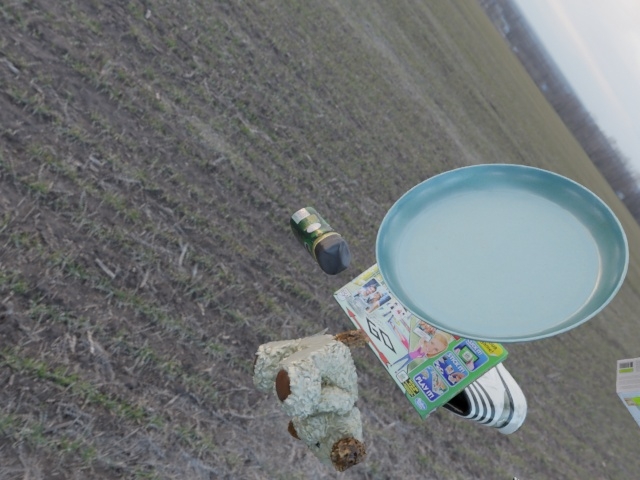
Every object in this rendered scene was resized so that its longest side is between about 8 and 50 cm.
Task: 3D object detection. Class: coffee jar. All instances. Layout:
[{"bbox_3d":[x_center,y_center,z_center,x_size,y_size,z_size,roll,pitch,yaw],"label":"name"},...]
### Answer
[{"bbox_3d":[0.000,0.000,1.241,0.184,0.079,0.096,49,-16,49],"label":"coffee jar"}]

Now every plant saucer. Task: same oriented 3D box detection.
[{"bbox_3d":[0.235,0.012,0.714,0.318,0.317,0.044,-90,168,-45],"label":"plant saucer"}]

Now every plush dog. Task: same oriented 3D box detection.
[{"bbox_3d":[0.007,0.295,0.960,0.210,0.262,0.226,-12,92,-21],"label":"plush dog"}]

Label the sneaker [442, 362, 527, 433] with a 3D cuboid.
[{"bbox_3d":[0.372,0.324,1.483,0.257,0.169,0.448,22,22,-24],"label":"sneaker"}]

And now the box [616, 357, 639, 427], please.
[{"bbox_3d":[0.810,0.384,1.257,0.203,0.114,0.103,51,45,-18],"label":"box"}]

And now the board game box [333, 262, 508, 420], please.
[{"bbox_3d":[0.199,0.177,1.102,0.317,0.213,0.046,52,-6,29],"label":"board game box"}]

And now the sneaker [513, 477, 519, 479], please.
[{"bbox_3d":[0.525,0.693,1.452,0.083,0.032,0.037,-36,60,-22],"label":"sneaker"}]
